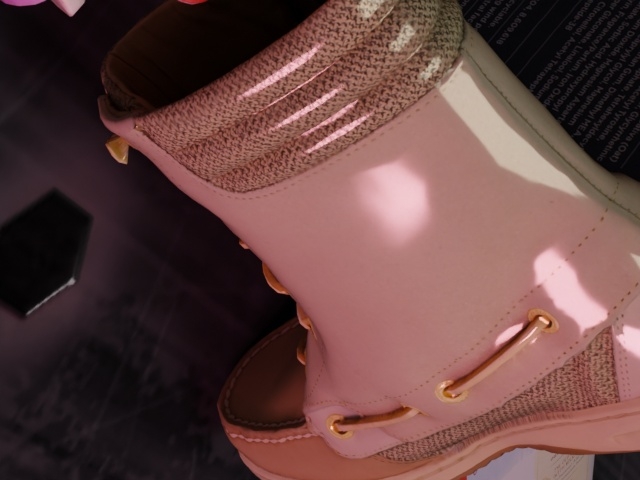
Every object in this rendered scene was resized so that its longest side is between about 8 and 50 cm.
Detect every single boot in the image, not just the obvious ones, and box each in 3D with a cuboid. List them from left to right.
[{"bbox_3d":[0.000,0.000,0.609,0.203,0.262,0.095,39,60,-24],"label":"boot"}]

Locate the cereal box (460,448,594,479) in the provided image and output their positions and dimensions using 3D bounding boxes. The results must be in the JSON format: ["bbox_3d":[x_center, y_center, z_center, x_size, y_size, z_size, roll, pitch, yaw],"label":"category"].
[{"bbox_3d":[0.075,0.160,0.914,0.173,0.047,0.240,-35,138,-36],"label":"cereal box"}]

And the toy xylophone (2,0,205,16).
[{"bbox_3d":[-0.030,-0.225,0.461,0.323,0.081,0.236,-56,146,-10],"label":"toy xylophone"}]

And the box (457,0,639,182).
[{"bbox_3d":[0.127,-0.024,0.704,0.108,0.207,0.153,-49,145,-20],"label":"box"}]
